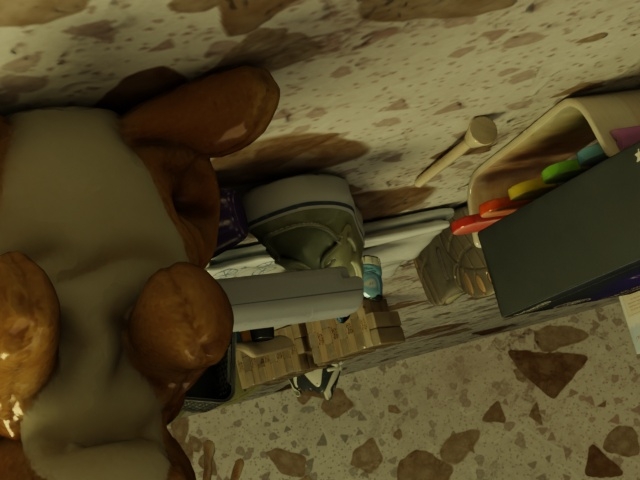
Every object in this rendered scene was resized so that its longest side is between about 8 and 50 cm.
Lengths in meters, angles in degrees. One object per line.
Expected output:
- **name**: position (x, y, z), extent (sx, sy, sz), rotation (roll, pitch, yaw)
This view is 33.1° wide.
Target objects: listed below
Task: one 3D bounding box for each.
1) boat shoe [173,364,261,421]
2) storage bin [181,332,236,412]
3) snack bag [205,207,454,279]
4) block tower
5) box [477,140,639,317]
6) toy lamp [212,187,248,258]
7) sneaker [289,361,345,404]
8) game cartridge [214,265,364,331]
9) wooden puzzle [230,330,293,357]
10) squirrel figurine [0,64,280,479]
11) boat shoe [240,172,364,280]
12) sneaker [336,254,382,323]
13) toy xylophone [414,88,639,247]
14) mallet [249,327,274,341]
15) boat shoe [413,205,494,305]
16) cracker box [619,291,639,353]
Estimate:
- **boat shoe**: position (-0.257, 0.288, 2.163), extent (0.302, 0.113, 0.103), rotation (-18, -163, -19)
- **storage bin**: position (-0.219, 0.175, 1.544), extent (0.180, 0.122, 0.084), rotation (9, 159, -24)
- **snack bag**: position (-0.013, 0.042, 1.463), extent (0.323, 0.037, 0.342), rotation (-12, 168, -14)
- **block tower**: position (-0.007, 0.194, 2.028), extent (0.335, 0.090, 0.097), rotation (-21, 165, 33)
- **box**: position (0.306, -0.013, 1.042), extent (0.184, 0.103, 0.261), rotation (-5, 165, -27)
- **toy lamp**: position (-0.204, 0.009, 1.007), extent (0.275, 0.080, 0.080), rotation (-13, 168, 8)
- **sneaker**: position (0.034, 0.244, 2.150), extent (0.235, 0.153, 0.094), rotation (-16, 169, 7)
- **game cartridge**: position (-0.120, 0.065, 1.073), extent (0.196, 0.060, 0.294), rotation (0, 175, -35)
- **wooden puzzle**: position (-0.188, 0.176, 1.781), extent (0.239, 0.044, 0.221), rotation (-7, 176, 16)
- **squirrel figurine**: position (-0.189, 0.113, 0.783), extent (0.281, 0.370, 0.397), rotation (-6, 166, -34)
- **boat shoe**: position (0.000, 0.000, 1.146), extent (0.109, 0.094, 0.302), rotation (-17, 167, 14)
- **sneaker**: position (0.006, 0.073, 1.364), extent (0.162, 0.073, 0.063), rotation (-20, 167, 22)
- **toy xylophone**: position (0.235, -0.072, 1.124), extent (0.236, 0.081, 0.322), rotation (-11, 167, -12)
- **mallet**: position (-0.150, 0.112, 1.647), extent (0.190, 0.062, 0.039), rotation (15, 153, -37)
- **boat shoe**: position (0.223, 0.011, 1.434), extent (0.116, 0.123, 0.324), rotation (-15, 178, -14)
- **cracker box**: position (0.472, 0.026, 1.476), extent (0.067, 0.232, 0.156), rotation (-7, 166, -29)
